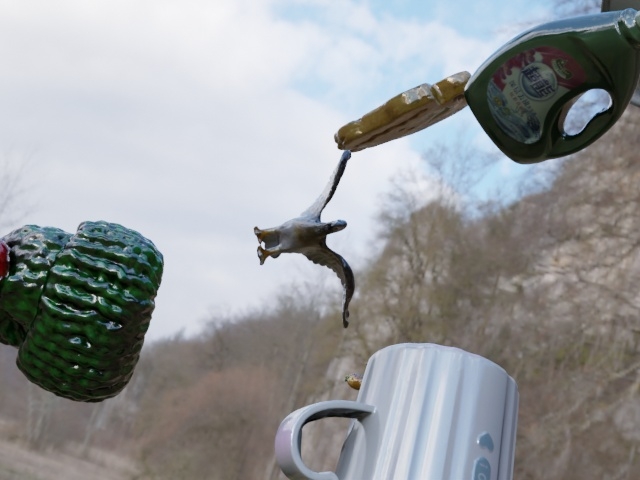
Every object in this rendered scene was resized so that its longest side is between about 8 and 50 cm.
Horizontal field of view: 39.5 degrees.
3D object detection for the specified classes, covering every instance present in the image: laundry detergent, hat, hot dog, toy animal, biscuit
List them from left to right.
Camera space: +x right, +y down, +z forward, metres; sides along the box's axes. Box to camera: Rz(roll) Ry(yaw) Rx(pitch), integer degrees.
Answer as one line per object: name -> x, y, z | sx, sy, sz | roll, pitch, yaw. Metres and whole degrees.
hat -> -0.412, 0.077, 1.314 | 0.332, 0.274, 0.242 | 20, 13, -14
toy animal -> -0.015, 0.002, 1.296 | 0.160, 0.272, 0.197 | -10, -2, 5
hot dog -> 0.104, 0.263, 1.617 | 0.122, 0.036, 0.049 | 14, -2, -4
biscuit -> 0.120, -0.157, 1.111 | 0.184, 0.035, 0.249 | -26, -1, 30
laundry detergent -> 0.255, -0.163, 0.904 | 0.211, 0.063, 0.137 | -30, -84, 46

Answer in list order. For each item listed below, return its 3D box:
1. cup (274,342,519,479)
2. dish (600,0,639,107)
cup -> 0.082, 0.197, 0.791 | 0.167, 0.202, 0.221 | -3, -35, 30
dish -> 0.428, -0.286, 1.193 | 0.154, 0.064, 0.234 | 39, -38, 49
